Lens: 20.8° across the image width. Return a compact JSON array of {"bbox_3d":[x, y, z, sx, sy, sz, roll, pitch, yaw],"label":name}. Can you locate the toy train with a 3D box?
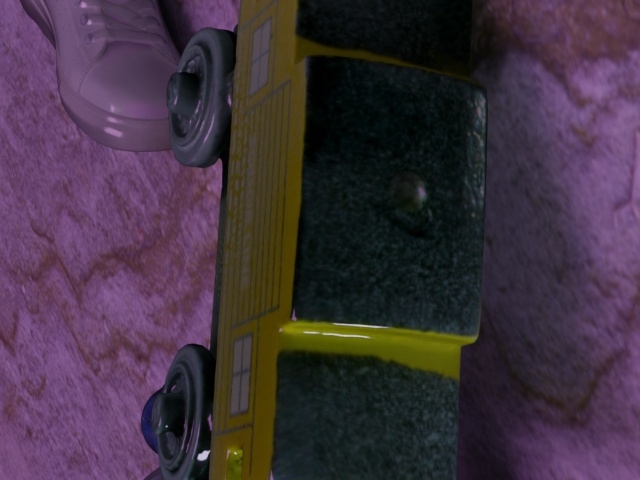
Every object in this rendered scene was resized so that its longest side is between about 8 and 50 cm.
[{"bbox_3d":[0.000,0.000,1.185,0.272,0.179,0.442,155,120,-64],"label":"toy train"}]

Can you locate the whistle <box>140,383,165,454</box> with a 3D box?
[{"bbox_3d":[-0.151,0.203,1.849,0.090,0.090,0.158,60,152,34],"label":"whistle"}]

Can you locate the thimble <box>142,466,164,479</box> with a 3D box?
[{"bbox_3d":[-0.082,0.273,1.339,0.237,0.150,0.237,12,115,27],"label":"thimble"}]

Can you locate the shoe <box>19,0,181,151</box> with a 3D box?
[{"bbox_3d":[-0.205,-0.234,1.693,0.363,0.131,0.160,-123,35,-46],"label":"shoe"}]
